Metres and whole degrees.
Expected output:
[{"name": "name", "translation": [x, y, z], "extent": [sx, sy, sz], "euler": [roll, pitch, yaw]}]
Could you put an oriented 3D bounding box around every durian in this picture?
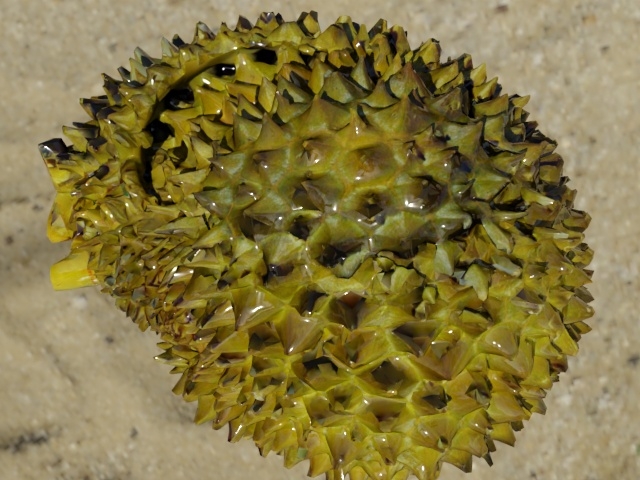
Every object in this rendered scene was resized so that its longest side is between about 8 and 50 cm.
[{"name": "durian", "translation": [0.007, -0.008, 0.717], "extent": [0.293, 0.258, 0.258], "euler": [26, 58, 23]}]
